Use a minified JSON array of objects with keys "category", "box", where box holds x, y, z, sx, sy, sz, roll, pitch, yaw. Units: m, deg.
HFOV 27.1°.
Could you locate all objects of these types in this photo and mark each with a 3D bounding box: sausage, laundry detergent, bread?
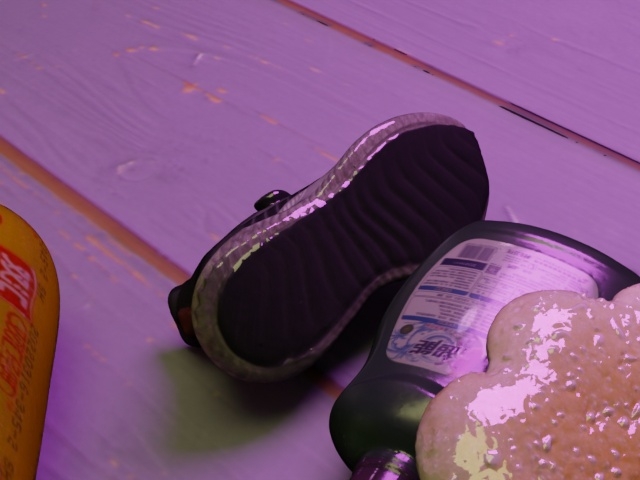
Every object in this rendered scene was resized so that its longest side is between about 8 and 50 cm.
[{"category":"sausage","box":[-0.206,0.093,0.687,0.123,0.123,0.347,-7,37,1]},{"category":"laundry detergent","box":[0.083,0.084,0.688,0.144,0.078,0.222,20,45,20]},{"category":"bread","box":[0.142,0.107,0.621,0.182,0.039,0.251,40,52,8]}]

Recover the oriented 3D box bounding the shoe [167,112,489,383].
[{"category":"shoe","box":[0.000,0.000,0.796,0.227,0.099,0.112,-36,16,-31]}]
